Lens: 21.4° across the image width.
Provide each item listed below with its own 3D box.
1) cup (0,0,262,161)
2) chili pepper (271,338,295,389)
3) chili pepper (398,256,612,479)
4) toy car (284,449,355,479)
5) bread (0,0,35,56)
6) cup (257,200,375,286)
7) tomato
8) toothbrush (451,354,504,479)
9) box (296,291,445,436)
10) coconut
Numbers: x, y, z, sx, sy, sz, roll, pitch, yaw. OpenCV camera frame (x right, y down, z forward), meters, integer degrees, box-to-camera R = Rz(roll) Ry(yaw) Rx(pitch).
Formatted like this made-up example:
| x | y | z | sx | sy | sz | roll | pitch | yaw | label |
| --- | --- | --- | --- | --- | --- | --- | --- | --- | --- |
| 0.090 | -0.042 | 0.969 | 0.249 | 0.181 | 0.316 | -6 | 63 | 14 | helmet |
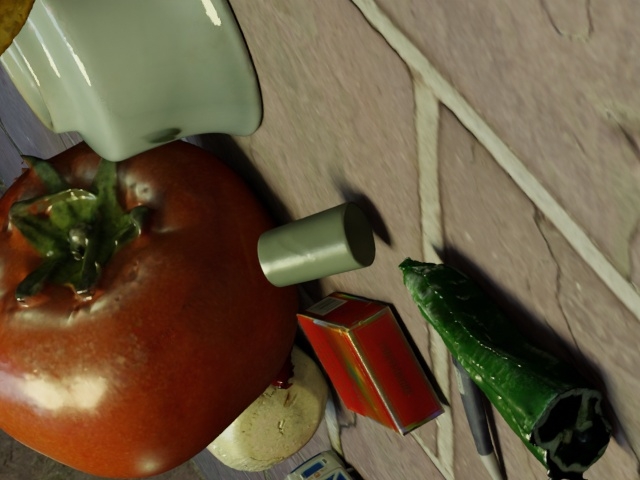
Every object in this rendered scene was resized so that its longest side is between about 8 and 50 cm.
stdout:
| x | y | z | sx | sy | sz | roll | pitch | yaw | label |
| --- | --- | --- | --- | --- | --- | --- | --- | --- | --- |
| -0.212 | -0.207 | 1.519 | 0.347 | 0.163 | 0.347 | 54 | 168 | 17 | cup |
| -0.134 | 0.014 | 1.874 | 0.387 | 0.110 | 0.110 | 51 | 166 | 24 | chili pepper |
| 0.115 | 0.074 | 1.180 | 0.227 | 0.059 | 0.088 | 47 | 168 | 48 | chili pepper |
| 0.024 | 0.325 | 2.060 | 0.171 | 0.080 | 0.070 | 47 | 163 | 42 | toy car |
| -0.321 | -0.218 | 1.250 | 0.145 | 0.268 | 0.268 | 40 | 159 | 34 | bread |
| -0.003 | -0.003 | 1.376 | 0.054 | 0.083 | 0.075 | 51 | -146 | -39 | cup |
| -0.196 | 0.070 | 1.698 | 0.341 | 0.341 | 0.273 | 48 | 169 | 38 | tomato |
| 0.130 | 0.159 | 1.388 | 0.024 | 0.026 | 0.288 | 43 | 160 | 39 | toothbrush |
| 0.044 | 0.108 | 1.544 | 0.112 | 0.048 | 0.175 | 62 | 167 | -11 | box |
| -0.086 | 0.165 | 1.929 | 0.183 | 0.171 | 0.171 | 38 | 156 | 51 | coconut |
